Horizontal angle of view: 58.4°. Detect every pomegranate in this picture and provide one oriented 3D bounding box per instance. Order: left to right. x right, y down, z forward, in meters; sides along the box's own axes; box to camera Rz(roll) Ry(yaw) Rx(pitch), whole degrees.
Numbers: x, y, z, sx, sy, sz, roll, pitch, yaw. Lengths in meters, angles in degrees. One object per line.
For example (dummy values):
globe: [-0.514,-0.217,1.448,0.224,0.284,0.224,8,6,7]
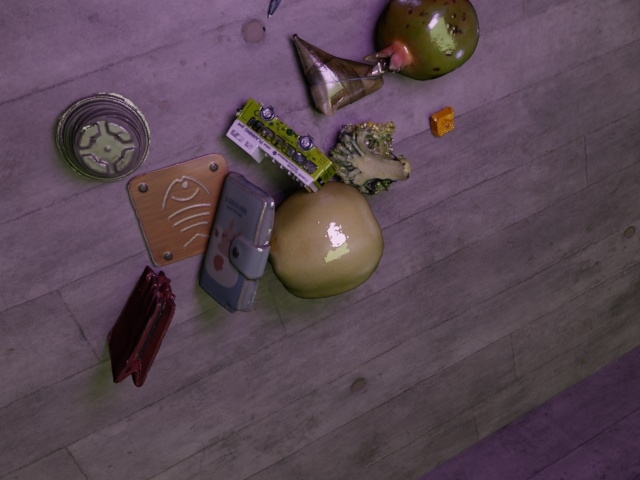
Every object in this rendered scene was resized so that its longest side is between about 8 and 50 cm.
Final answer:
pomegranate: [0.285,-0.548,1.588,0.290,0.290,0.324,34,68,-32]

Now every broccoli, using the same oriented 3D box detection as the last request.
broccoli: [0.179,-0.258,1.727,0.180,0.272,0.243,-43,131,-43]

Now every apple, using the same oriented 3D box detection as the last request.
apple: [0.000,0.000,1.676,0.356,0.357,0.358,-9,115,-21]

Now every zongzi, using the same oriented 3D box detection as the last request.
zongzi: [0.050,-0.503,1.628,0.220,0.112,0.242,-28,112,-15]

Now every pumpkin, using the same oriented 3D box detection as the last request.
pumpkin: [0.394,-0.389,1.863,0.074,0.054,0.083,-27,141,-9]

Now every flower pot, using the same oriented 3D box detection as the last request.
flower pot: [-0.539,-0.247,1.440,0.235,0.140,0.236,-8,112,-21]

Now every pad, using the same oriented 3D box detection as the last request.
pad: [-0.380,-0.088,1.653,0.286,0.018,0.284,-20,118,-18]

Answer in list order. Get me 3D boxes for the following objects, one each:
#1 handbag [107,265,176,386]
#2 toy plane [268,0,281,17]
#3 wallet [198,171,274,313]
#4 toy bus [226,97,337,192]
handbag: [-0.497,0.235,1.592,0.084,0.260,0.276,24,98,-28]
toy plane: [-0.085,-0.697,1.495,0.159,0.082,0.234,27,98,-4]
wallet: [-0.232,0.010,1.611,0.083,0.252,0.361,1,113,-43]
toy bus: [-0.105,-0.250,1.558,0.139,0.301,0.113,-51,166,1]
